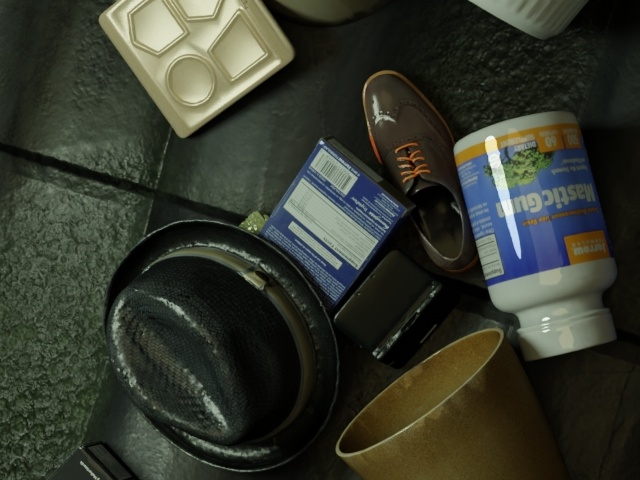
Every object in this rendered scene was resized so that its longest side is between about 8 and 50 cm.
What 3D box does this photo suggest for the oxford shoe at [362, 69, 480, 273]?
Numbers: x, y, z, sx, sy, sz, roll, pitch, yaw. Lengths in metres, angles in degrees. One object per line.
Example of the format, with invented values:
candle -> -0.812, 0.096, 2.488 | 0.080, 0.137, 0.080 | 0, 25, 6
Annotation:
oxford shoe -> 0.125, -0.091, 1.532 | 0.097, 0.098, 0.271 | -27, 81, 9

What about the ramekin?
ramekin -> 0.204, -0.340, 1.456 | 0.273, 0.273, 0.127 | 34, 107, 12

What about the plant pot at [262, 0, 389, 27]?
plant pot -> -0.019, -0.413, 1.494 | 0.257, 0.274, 0.256 | -1, 85, 12

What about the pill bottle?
pill bottle -> 0.260, -0.002, 1.471 | 0.152, 0.152, 0.272 | -15, 83, 10

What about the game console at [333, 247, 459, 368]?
game console -> 0.095, 0.084, 1.534 | 0.122, 0.107, 0.071 | -50, 60, 5

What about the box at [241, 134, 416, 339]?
box -> 0.000, 0.000, 1.530 | 0.136, 0.036, 0.225 | 41, 116, 11

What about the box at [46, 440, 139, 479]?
box -> -0.267, 0.447, 1.590 | 0.307, 0.076, 0.242 | 44, 96, 11

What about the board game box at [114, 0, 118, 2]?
board game box -> -0.245, -0.381, 1.654 | 0.170, 0.048, 0.141 | 23, 93, 12

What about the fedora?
fedora -> -0.147, 0.141, 1.517 | 0.334, 0.152, 0.334 | 3, 99, 21

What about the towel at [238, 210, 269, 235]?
towel -> -0.075, 0.047, 1.602 | 0.110, 0.027, 0.148 | -37, 81, 8

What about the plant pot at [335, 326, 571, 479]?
plant pot -> 0.186, 0.270, 1.451 | 0.237, 0.237, 0.254 | -36, 96, 7

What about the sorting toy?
sorting toy -> -0.156, -0.260, 1.598 | 0.208, 0.038, 0.193 | -33, 95, 25
